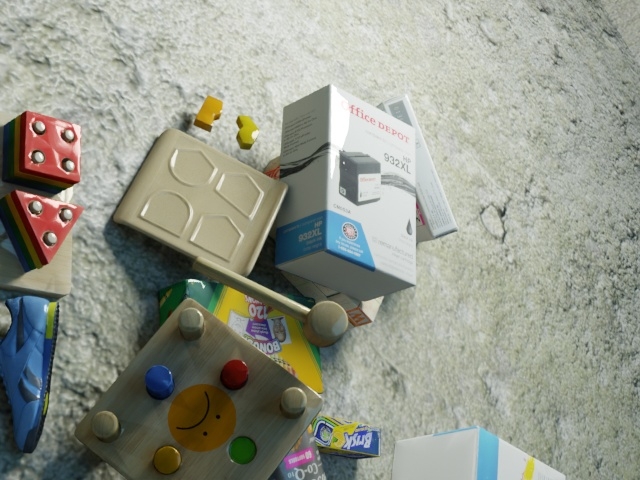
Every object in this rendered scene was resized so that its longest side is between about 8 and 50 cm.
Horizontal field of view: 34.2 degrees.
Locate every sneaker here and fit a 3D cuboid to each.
[{"bbox_3d":[-0.402,0.178,1.399,0.082,0.069,0.209,5,77,-11],"label":"sneaker"}]

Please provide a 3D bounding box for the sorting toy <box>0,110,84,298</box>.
[{"bbox_3d":[-0.439,-0.070,1.426,0.257,0.089,0.255,15,64,-43],"label":"sorting toy"}]

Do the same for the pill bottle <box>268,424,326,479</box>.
[{"bbox_3d":[-0.064,0.394,1.585,0.162,0.162,0.278,-11,83,-48],"label":"pill bottle"}]

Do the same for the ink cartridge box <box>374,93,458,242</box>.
[{"bbox_3d":[0.160,-0.130,2.026,0.060,0.239,0.275,-21,91,-13],"label":"ink cartridge box"}]

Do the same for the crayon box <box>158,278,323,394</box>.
[{"bbox_3d":[-0.125,0.165,1.671,0.278,0.081,0.165,12,66,-44],"label":"crayon box"}]

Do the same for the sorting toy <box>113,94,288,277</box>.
[{"bbox_3d":[-0.174,-0.093,1.693,0.229,0.041,0.307,25,53,-3],"label":"sorting toy"}]

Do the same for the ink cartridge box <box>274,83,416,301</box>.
[{"bbox_3d":[0.048,-0.078,1.780,0.223,0.129,0.307,22,59,-39],"label":"ink cartridge box"}]

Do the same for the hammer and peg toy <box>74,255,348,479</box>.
[{"bbox_3d":[-0.139,0.204,1.468,0.266,0.127,0.361,36,72,8],"label":"hammer and peg toy"}]

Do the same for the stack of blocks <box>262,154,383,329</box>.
[{"bbox_3d":[0.000,0.000,1.863,0.297,0.087,0.171,48,46,-23],"label":"stack of blocks"}]

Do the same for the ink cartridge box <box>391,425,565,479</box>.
[{"bbox_3d":[0.286,0.486,1.892,0.270,0.198,0.197,32,53,-34],"label":"ink cartridge box"}]

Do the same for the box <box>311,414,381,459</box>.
[{"bbox_3d":[0.028,0.337,1.781,0.169,0.059,0.054,19,64,-41],"label":"box"}]
